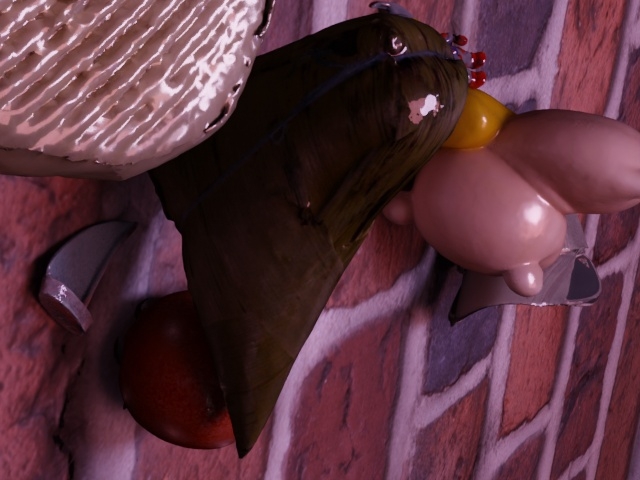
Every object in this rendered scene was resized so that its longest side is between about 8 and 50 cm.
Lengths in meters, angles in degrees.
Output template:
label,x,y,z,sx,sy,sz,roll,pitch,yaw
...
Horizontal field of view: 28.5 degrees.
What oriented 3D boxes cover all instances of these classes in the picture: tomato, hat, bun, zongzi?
label,x,y,z,sx,sy,sz,roll,pitch,yaw
tomato,-0.124,0.133,1.269,0.167,0.167,0.167,-36,135,-46
hat,0.274,0.024,1.813,0.161,0.232,0.275,62,31,-23
bun,-0.202,-0.209,0.896,0.359,0.211,0.360,-17,114,-45
zongzi,0.000,0.000,1.118,0.160,0.323,0.360,-1,79,-50

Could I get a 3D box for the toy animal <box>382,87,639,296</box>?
label,x,y,z,sx,sy,sz,roll,pitch,yaw
toy animal,0.267,-0.049,1.661,0.277,0.345,0.247,34,71,-75

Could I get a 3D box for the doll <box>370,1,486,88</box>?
label,x,y,z,sx,sy,sz,roll,pitch,yaw
doll,0.117,-0.226,1.516,0.194,0.062,0.104,12,90,-31

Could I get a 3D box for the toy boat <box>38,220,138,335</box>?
label,x,y,z,sx,sy,sz,roll,pitch,yaw
toy boat,-0.217,0.018,1.176,0.122,0.034,0.096,-66,151,-27
